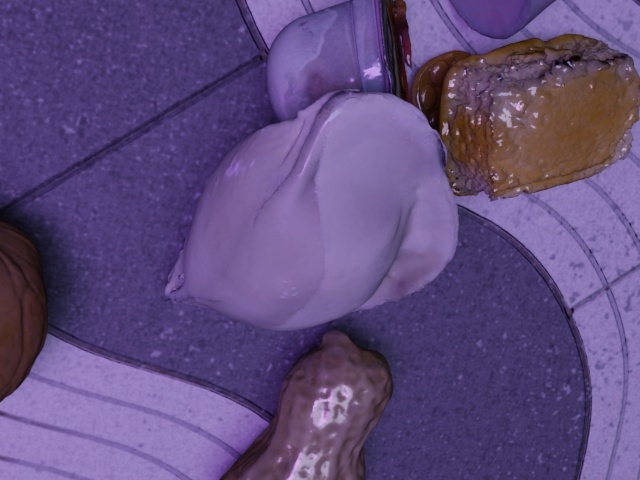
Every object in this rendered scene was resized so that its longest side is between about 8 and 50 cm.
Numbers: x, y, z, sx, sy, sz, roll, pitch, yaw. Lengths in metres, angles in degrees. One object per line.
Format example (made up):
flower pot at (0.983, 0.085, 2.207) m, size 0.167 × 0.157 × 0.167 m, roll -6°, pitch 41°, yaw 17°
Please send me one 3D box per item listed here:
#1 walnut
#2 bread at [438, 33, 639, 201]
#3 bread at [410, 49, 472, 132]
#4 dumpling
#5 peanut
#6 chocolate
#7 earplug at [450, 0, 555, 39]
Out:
walnut at (-0.379, 0.073, 0.631) m, size 0.228 × 0.228 × 0.228 m, roll -3°, pitch 104°, yaw -12°
bread at (0.252, -0.139, 0.750) m, size 0.245 × 0.121 × 0.174 m, roll -19°, pitch 124°, yaw -22°
bread at (0.156, -0.170, 0.780) m, size 0.110 × 0.024 × 0.110 m, roll -5°, pitch 104°, yaw -19°
dumpling at (0.002, -0.003, 0.672) m, size 0.260 × 0.181 × 0.341 m, roll 19°, pitch 114°, yaw -27°
peanut at (-0.011, 0.254, 0.789) m, size 0.159 × 0.143 × 0.291 m, roll 32°, pitch 93°, yaw -17°
chocolate at (0.020, -0.168, 0.694) m, size 0.147 × 0.221 × 0.221 m, roll -7°, pitch 107°, yaw 18°
earplug at (0.289, -0.359, 0.704) m, size 0.301 × 0.172 × 0.172 m, roll -29°, pitch 108°, yaw -11°
